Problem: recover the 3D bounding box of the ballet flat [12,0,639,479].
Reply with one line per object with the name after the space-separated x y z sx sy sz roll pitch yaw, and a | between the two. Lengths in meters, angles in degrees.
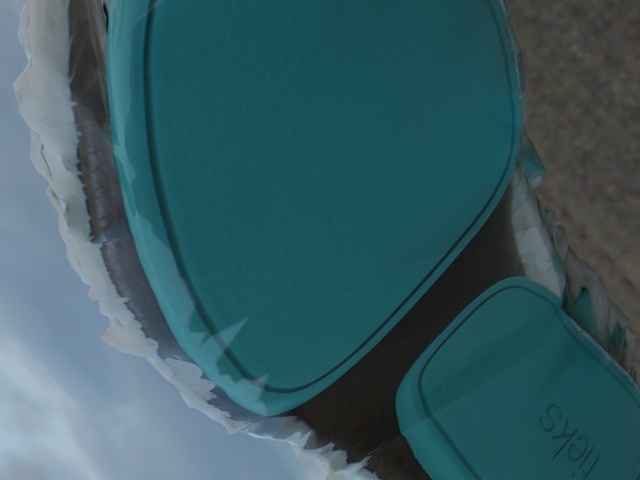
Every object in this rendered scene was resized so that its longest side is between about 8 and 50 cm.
0.000 0.000 0.498 0.147 0.147 0.409 51 177 37 | ballet flat
